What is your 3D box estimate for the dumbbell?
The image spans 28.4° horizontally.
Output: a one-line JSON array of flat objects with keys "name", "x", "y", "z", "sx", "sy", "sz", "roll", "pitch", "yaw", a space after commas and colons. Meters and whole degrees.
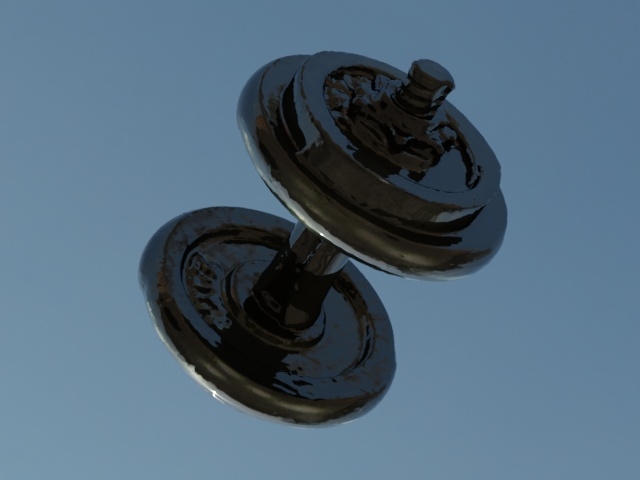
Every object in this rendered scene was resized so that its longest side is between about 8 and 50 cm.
[{"name": "dumbbell", "x": 0.000, "y": 0.000, "z": 0.815, "sx": 0.192, "sy": 0.192, "sz": 0.290, "roll": 30, "pitch": -57, "yaw": -5}]
